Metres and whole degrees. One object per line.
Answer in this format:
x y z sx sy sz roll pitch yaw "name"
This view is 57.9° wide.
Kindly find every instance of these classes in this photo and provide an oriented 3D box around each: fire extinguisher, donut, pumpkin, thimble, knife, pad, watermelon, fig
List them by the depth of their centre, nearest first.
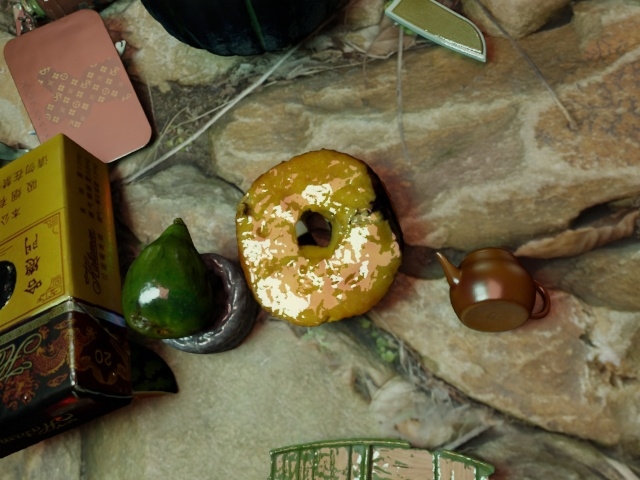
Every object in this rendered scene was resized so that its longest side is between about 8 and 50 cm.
-0.200 0.040 0.766 0.117 0.117 0.177 -6 67 10 "fig"
-0.001 -0.002 0.826 0.254 0.118 0.253 -3 73 11 "donut"
-0.168 0.092 0.847 0.150 0.098 0.150 -2 76 10 "thimble"
-0.293 0.201 0.871 0.135 0.125 0.094 46 123 45 "watermelon"
-0.121 -0.467 0.886 0.364 0.266 0.363 -2 77 11 "pumpkin"
0.134 -0.381 0.937 0.343 0.027 0.061 39 85 20 "knife"
-0.408 -0.249 0.972 0.181 0.004 0.267 -25 85 -4 "pad"
-0.413 -0.447 1.037 0.337 0.106 0.147 -28 95 5 "fire extinguisher"

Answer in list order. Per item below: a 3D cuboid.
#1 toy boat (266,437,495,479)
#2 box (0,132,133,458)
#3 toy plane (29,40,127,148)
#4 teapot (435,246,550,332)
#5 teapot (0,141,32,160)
0.077 0.309 0.764 0.293 0.055 0.093 1 77 11 "toy boat"
-0.422 0.077 0.833 0.264 0.116 0.415 -24 59 13 "box"
-0.408 -0.254 1.004 0.226 0.058 0.226 40 84 19 "toy plane"
0.232 0.058 0.775 0.173 0.116 0.116 15 79 -12 "teapot"
-0.656 -0.119 0.988 0.294 0.129 0.193 -20 73 9 "teapot"
